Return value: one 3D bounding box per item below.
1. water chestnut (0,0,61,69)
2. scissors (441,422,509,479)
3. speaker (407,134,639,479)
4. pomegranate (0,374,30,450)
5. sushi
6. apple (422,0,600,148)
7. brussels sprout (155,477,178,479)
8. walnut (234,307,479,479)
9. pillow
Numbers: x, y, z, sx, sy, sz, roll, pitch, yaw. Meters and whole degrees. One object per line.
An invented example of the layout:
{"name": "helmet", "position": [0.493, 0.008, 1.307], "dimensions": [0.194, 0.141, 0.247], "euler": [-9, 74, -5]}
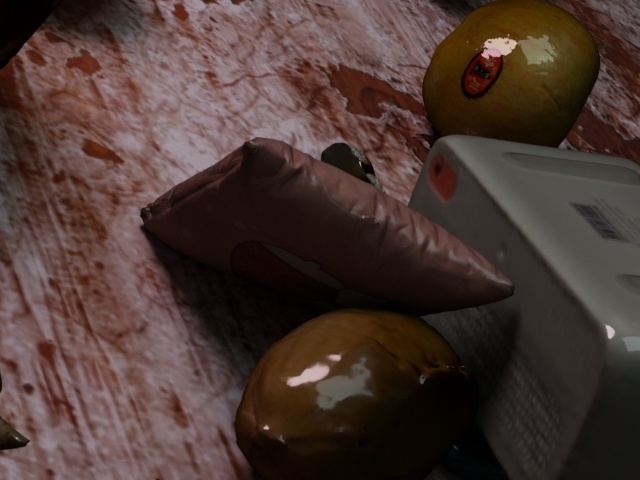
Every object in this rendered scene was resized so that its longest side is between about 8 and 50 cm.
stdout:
{"name": "water chestnut", "position": [-0.307, -0.258, 1.123], "dimensions": [0.335, 0.335, 0.347], "euler": [46, 3, 16]}
{"name": "scissors", "position": [0.197, 0.155, 1.260], "dimensions": [0.289, 0.041, 0.138], "euler": [12, 33, -27]}
{"name": "speaker", "position": [0.203, 0.061, 1.189], "dimensions": [0.184, 0.183, 0.406], "euler": [10, 23, -20]}
{"name": "pomegranate", "position": [-0.250, 0.062, 0.875], "dimensions": [0.169, 0.148, 0.148], "euler": [16, 36, -40]}
{"name": "sushi", "position": [0.032, -0.047, 1.387], "dimensions": [0.046, 0.044, 0.083], "euler": [32, 26, -50]}
{"name": "apple", "position": [0.186, -0.158, 1.545], "dimensions": [0.155, 0.182, 0.182], "euler": [29, 31, 4]}
{"name": "brussels sprout", "position": [-0.107, 0.179, 0.930], "dimensions": [0.085, 0.058, 0.085], "euler": [1, 58, -2]}
{"name": "walnut", "position": [0.029, 0.112, 1.072], "dimensions": [0.137, 0.137, 0.245], "euler": [47, 32, 18]}
{"name": "pillow", "position": [0.000, 0.000, 1.149], "dimensions": [0.236, 0.223, 0.084], "euler": [24, 74, -23]}
